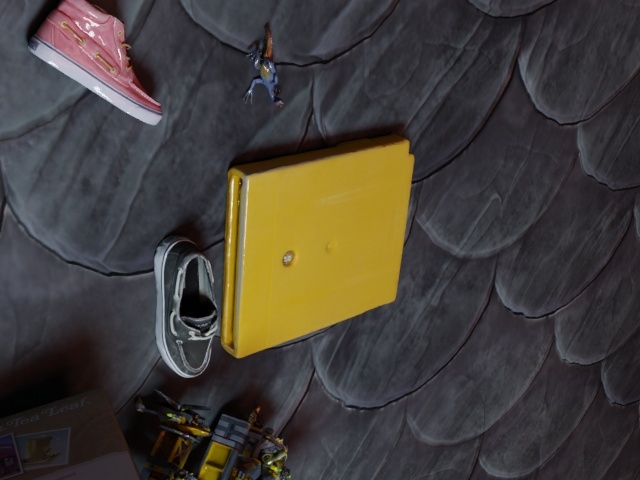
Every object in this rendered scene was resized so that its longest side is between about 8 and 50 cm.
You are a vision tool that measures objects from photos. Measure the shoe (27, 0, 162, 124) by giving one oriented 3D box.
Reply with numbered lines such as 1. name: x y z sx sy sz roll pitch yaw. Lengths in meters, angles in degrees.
1. shoe: -0.228 -0.199 1.022 0.178 0.063 0.081 31 94 -43

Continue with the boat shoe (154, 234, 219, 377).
1. boat shoe: -0.175 0.101 1.234 0.078 0.070 0.219 -25 128 -31

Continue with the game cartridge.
1. game cartridge: 0.000 0.000 1.364 0.324 0.053 0.285 -16 123 -39

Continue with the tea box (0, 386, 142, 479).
1. tea box: -0.358 0.395 1.069 0.329 0.220 0.323 -17 122 -19

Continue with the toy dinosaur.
1. toy dinosaur: -0.061 -0.212 1.192 0.090 0.047 0.082 -63 157 -11

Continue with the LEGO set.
1. LEGO set: -0.095 0.319 1.291 0.331 0.255 0.192 46 60 -47
